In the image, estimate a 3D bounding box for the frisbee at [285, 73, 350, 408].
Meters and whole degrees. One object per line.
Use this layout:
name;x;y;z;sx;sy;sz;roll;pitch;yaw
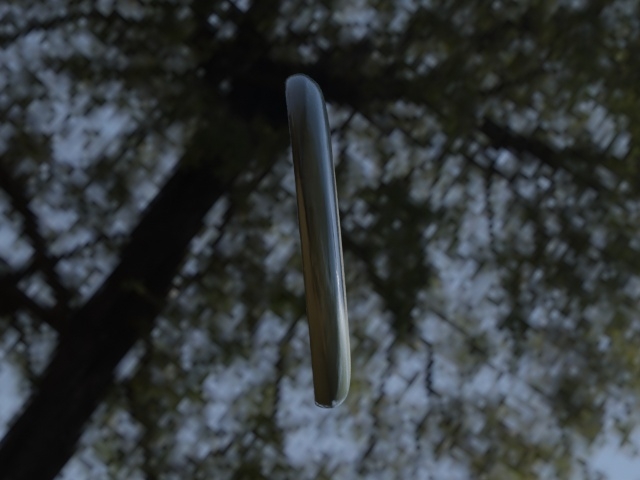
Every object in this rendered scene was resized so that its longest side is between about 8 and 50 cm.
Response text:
frisbee;0.000;0.000;0.634;0.014;0.110;0.110;-5;-37;0
